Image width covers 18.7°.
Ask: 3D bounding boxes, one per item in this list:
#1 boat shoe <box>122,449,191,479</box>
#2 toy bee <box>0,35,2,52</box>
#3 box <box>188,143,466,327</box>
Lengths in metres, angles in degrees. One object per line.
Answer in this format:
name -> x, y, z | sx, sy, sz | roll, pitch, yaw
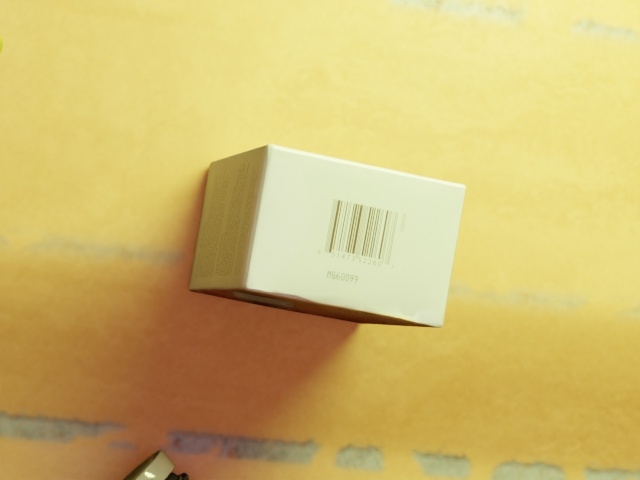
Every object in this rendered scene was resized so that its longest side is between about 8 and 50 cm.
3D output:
boat shoe -> -0.156, 0.239, 1.241 | 0.068, 0.081, 0.228 | 44, 77, -6
toy bee -> -0.301, -0.096, 1.144 | 0.298, 0.162, 0.195 | 41, 69, -11
box -> 0.000, 0.000, 1.237 | 0.130, 0.170, 0.091 | 11, 85, -14
